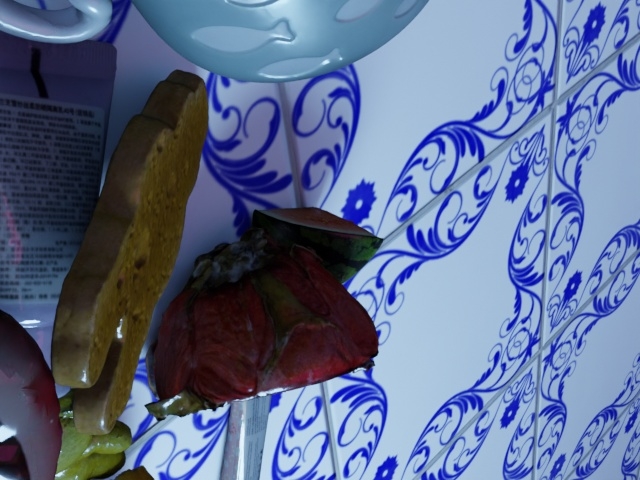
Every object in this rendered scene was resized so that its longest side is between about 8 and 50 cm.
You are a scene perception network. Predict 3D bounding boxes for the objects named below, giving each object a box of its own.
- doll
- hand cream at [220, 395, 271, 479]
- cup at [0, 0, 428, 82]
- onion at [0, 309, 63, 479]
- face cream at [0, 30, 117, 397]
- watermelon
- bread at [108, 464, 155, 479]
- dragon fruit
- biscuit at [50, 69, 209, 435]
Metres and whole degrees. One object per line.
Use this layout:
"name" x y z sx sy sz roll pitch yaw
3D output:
"doll" -0.238 0.174 0.869 0.137 0.097 0.209 -21 153 -6
"hand cream" -0.084 0.219 1.122 0.067 0.043 0.209 -12 116 -51
"cup" -0.091 -0.241 0.654 0.357 0.259 0.274 -27 142 4
"onion" -0.310 0.118 0.652 0.272 0.195 0.272 -8 113 -19
"face cream" -0.223 -0.019 0.751 0.154 0.096 0.273 -1 100 -49
"watermelon" 0.000 0.000 1.042 0.094 0.135 0.125 -81 162 -47
"bread" -0.202 0.284 0.945 0.103 0.065 0.187 -22 148 -43
"dragon fruit" -0.063 0.063 0.942 0.224 0.218 0.148 -11 93 -6
"biscuit" -0.146 -0.004 0.784 0.186 0.044 0.295 99 4 -56
